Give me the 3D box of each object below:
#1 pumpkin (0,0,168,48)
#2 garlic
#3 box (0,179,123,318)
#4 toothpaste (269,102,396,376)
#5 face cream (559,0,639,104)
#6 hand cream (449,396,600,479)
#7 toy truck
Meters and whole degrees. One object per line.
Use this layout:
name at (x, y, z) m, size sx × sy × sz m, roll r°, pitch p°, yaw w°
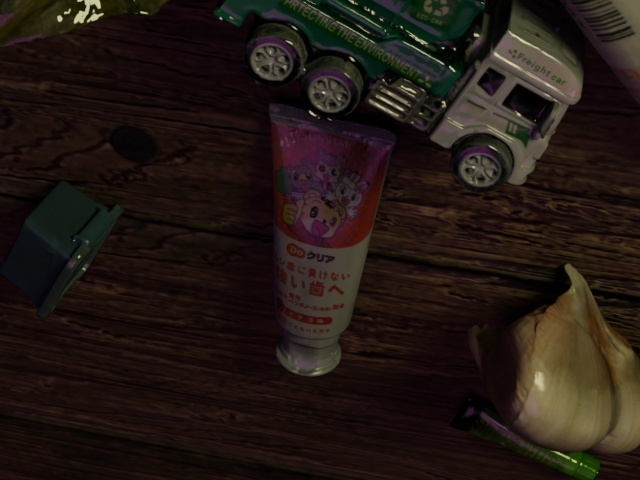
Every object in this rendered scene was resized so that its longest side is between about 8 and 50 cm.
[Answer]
pumpkin at (-0.171, -0.204, 0.969) m, size 0.278 × 0.163 × 0.111 m, roll 29°, pitch 135°, yaw 57°
garlic at (0.180, 0.098, 1.159) m, size 0.099 × 0.124 × 0.174 m, roll -39°, pitch 142°, yaw 29°
box at (-0.201, 0.003, 1.233) m, size 0.054 × 0.074 × 0.099 m, roll 38°, pitch 138°, yaw -1°
toothpaste at (0.000, 0.000, 1.168) m, size 0.089 × 0.057 × 0.234 m, roll 14°, pitch 132°, yaw 8°
face cream at (0.176, -0.145, 0.907) m, size 0.082 × 0.082 × 0.269 m, roll -20°, pitch 126°, yaw 37°
hand cream at (0.165, 0.162, 1.301) m, size 0.122 × 0.023 × 0.036 m, roll 24°, pitch 130°, yaw -5°
toy truck at (0.055, -0.129, 0.956) m, size 0.216 × 0.110 × 0.116 m, roll 28°, pitch 128°, yaw -10°
